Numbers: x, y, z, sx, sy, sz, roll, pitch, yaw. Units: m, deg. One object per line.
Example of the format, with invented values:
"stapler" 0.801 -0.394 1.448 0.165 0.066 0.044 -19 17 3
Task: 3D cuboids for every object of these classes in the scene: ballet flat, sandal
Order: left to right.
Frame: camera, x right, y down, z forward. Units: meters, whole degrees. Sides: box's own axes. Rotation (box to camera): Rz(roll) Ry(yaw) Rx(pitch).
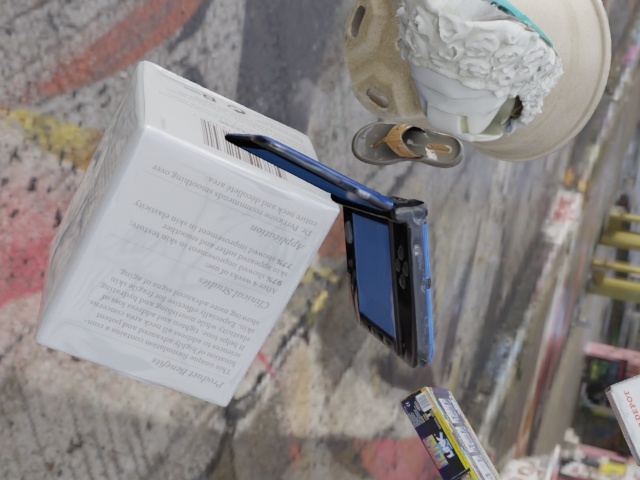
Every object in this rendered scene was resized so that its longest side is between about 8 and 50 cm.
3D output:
"sandal" 0.170 -0.184 1.898 0.060 0.219 0.090 102 -3 -77
"ballet flat" 0.165 -0.162 0.989 0.409 0.147 0.147 -6 106 -68

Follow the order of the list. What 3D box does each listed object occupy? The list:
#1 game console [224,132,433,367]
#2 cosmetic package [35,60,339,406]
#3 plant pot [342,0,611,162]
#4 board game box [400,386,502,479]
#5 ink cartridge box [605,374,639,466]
"game console" 0.000 0.000 1.104 0.293 0.173 0.250 -150 -125 -77
"cosmetic package" -0.224 -0.014 1.598 0.393 0.329 0.327 -59 -157 19
"plant pot" 0.215 -0.288 1.501 0.305 0.334 0.333 -3 105 -44
"board game box" 0.192 0.296 1.424 0.170 0.048 0.141 61 13 20
"ink cartridge box" 0.536 0.250 1.485 0.072 0.175 0.127 56 13 -74
